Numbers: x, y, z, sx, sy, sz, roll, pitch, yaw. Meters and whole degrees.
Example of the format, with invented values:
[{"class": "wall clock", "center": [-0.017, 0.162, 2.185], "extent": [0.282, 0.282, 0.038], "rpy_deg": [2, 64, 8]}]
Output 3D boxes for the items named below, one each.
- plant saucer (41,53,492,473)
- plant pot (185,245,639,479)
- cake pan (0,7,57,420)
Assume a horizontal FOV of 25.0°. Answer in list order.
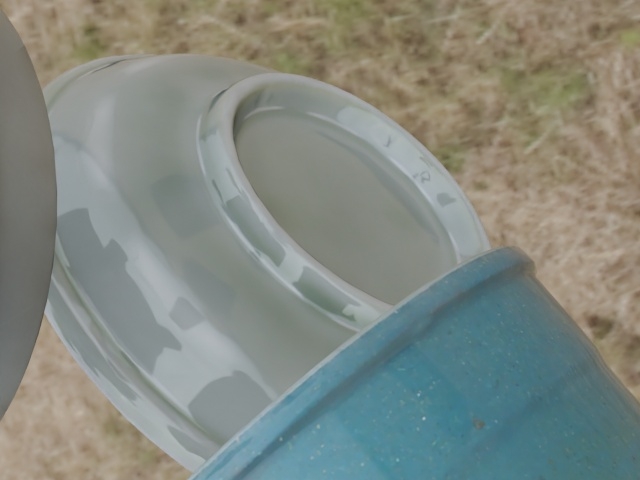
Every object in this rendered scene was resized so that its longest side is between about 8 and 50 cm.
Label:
[{"class": "plant saucer", "center": [0.000, 0.000, 0.925], "extent": [0.400, 0.400, 0.100], "rpy_deg": [53, 124, 20]}, {"class": "plant pot", "center": [0.062, 0.185, 0.503], "extent": [0.255, 0.271, 0.271], "rpy_deg": [46, 134, 15]}, {"class": "cake pan", "center": [-0.219, -0.006, 0.657], "extent": [0.293, 0.054, 0.293], "rpy_deg": [-5, 82, 41]}]
